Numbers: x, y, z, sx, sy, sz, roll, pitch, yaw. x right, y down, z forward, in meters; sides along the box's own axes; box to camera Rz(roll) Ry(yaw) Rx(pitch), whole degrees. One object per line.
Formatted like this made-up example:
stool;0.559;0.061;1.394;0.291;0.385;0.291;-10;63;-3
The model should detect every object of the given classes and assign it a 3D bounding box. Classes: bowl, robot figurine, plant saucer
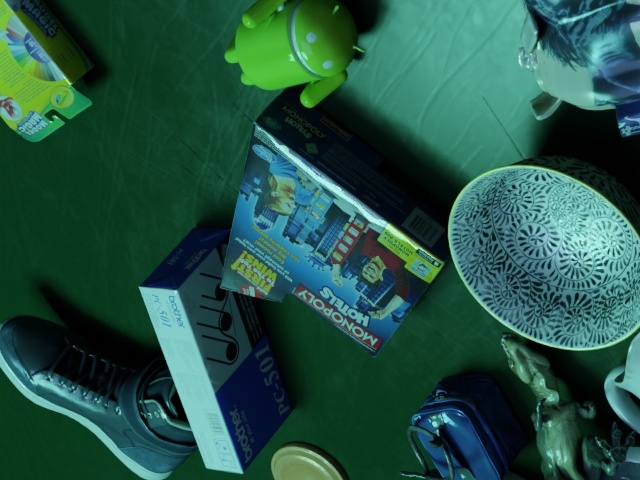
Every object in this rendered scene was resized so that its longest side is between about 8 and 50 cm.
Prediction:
bowl;0.191;-0.005;1.537;0.170;0.080;0.170;19;132;22
robot figurine;-0.020;-0.156;1.571;0.115;0.067;0.101;-9;128;38
plant saucer;-0.011;0.230;1.916;0.083;0.013;0.083;19;132;22

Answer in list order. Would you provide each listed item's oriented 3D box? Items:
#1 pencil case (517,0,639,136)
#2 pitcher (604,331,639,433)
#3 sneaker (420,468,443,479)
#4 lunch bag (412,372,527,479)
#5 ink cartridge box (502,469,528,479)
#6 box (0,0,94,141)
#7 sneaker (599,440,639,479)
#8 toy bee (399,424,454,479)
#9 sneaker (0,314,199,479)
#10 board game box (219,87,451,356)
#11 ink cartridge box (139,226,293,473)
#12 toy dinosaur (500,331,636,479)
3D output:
pencil case;0.155;-0.274;1.276;0.183;0.160;0.410;-27;114;-1
pitcher;0.318;0.155;1.566;0.207;0.125;0.178;46;158;10
sneaker;0.078;0.275;1.854;0.077;0.072;0.178;33;132;23
lunch bag;0.127;0.166;1.731;0.067;0.065;0.098;-15;115;41
ink cartridge box;0.208;0.313;1.778;0.208;0.087;0.153;27;134;15
box;-0.276;-0.176;1.751;0.105;0.043;0.179;-27;104;44
sneaker;0.323;0.310;1.629;0.295;0.178;0.124;38;137;4
toy bee;0.122;0.318;1.640;0.298;0.162;0.195;34;150;42
sneaker;-0.196;0.128;1.897;0.226;0.086;0.163;37;148;-10
board game box;0.000;0.000;1.689;0.194;0.060;0.194;37;138;3
ink cartridge box;-0.091;0.100;1.806;0.046;0.097;0.207;4;127;32
toy dinosaur;0.213;0.202;1.641;0.118;0.064;0.268;178;80;-72
